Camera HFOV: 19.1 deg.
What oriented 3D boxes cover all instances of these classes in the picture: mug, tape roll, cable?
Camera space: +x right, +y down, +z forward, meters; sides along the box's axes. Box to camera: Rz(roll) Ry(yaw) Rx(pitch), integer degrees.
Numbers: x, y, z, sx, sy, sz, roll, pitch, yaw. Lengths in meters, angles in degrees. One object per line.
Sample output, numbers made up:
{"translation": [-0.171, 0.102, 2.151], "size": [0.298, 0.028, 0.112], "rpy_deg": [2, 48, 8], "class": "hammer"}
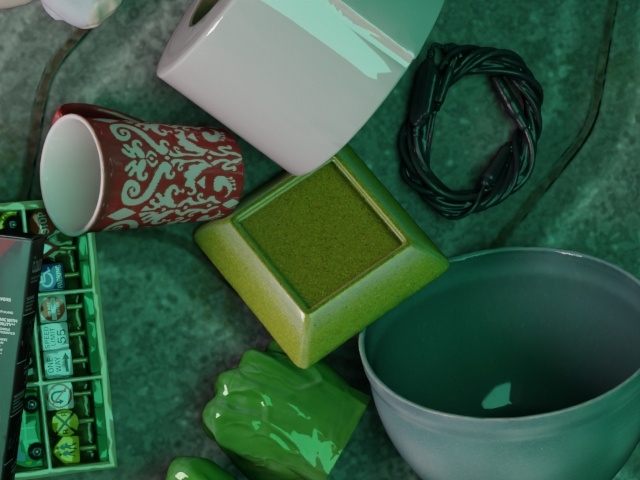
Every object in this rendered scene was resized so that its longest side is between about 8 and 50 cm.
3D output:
{"translation": [-0.170, -0.080, 1.818], "size": [0.169, 0.113, 0.150], "rpy_deg": [-2, 68, -38], "class": "mug"}
{"translation": [-0.019, -0.206, 1.810], "size": [0.169, 0.246, 0.246], "rpy_deg": [36, 80, -14], "class": "tape roll"}
{"translation": [0.158, -0.110, 1.974], "size": [0.150, 0.047, 0.184], "rpy_deg": [11, 84, -22], "class": "cable"}

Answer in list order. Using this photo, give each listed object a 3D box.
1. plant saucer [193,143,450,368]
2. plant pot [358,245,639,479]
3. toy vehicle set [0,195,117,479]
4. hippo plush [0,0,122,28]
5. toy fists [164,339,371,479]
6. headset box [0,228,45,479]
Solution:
{"translation": [0.000, 0.000, 1.872], "size": [0.188, 0.045, 0.188], "rpy_deg": [-34, 68, -15], "class": "plant saucer"}
{"translation": [0.194, 0.165, 1.879], "size": [0.293, 0.293, 0.196], "rpy_deg": [-19, 122, -17], "class": "plant pot"}
{"translation": [-0.291, 0.096, 1.830], "size": [0.166, 0.035, 0.267], "rpy_deg": [-6, 92, -17], "class": "toy vehicle set"}
{"translation": [-0.228, -0.347, 1.745], "size": [0.234, 0.236, 0.294], "rpy_deg": [-12, 94, -17], "class": "hippo plush"}
{"translation": [-0.074, 0.227, 1.852], "size": [0.142, 0.096, 0.279], "rpy_deg": [31, 73, 1], "class": "toy fists"}
{"translation": [-0.374, 0.096, 1.732], "size": [0.218, 0.110, 0.293], "rpy_deg": [7, 92, -2], "class": "headset box"}
